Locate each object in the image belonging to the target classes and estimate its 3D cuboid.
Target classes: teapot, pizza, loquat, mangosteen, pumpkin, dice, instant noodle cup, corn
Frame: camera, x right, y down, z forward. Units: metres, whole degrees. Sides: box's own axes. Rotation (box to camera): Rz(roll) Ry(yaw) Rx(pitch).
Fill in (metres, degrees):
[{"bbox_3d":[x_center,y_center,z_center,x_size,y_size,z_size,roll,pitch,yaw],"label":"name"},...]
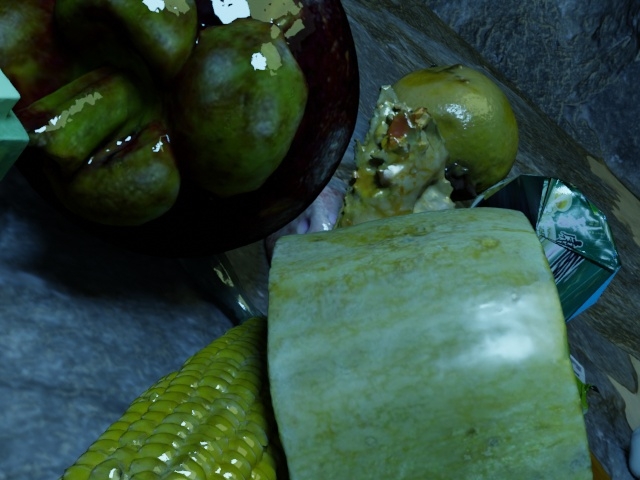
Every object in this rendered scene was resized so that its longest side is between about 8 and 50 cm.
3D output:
[{"bbox_3d":[-0.089,0.046,0.751,0.111,0.043,0.043,50,27,7],"label":"teapot"},{"bbox_3d":[0.121,0.002,0.840,0.251,0.288,0.074,12,7,-33],"label":"pizza"},{"bbox_3d":[0.204,-0.167,1.272,0.243,0.244,0.244,33,29,-21],"label":"loquat"},{"bbox_3d":[-0.124,-0.123,0.634,0.307,0.307,0.347,43,16,-3],"label":"mangosteen"},{"bbox_3d":[0.103,0.122,0.601,0.332,0.199,0.333,-19,90,-75],"label":"pumpkin"},{"bbox_3d":[0.000,0.000,0.882,0.093,0.094,0.091,26,31,-35],"label":"dice"},{"bbox_3d":[0.345,0.005,1.232,0.240,0.240,0.178,49,22,10],"label":"instant noodle cup"},{"bbox_3d":[-0.078,0.149,0.525,0.130,0.130,0.347,45,22,0],"label":"corn"}]

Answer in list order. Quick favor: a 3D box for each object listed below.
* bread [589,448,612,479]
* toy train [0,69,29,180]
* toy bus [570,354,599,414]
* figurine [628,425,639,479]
[{"bbox_3d":[0.260,0.283,0.834,0.241,0.107,0.136,56,26,20],"label":"bread"},{"bbox_3d":[-0.307,-0.051,0.418,0.159,0.188,0.271,54,26,15],"label":"toy train"},{"bbox_3d":[0.207,0.114,1.001,0.302,0.113,0.139,47,23,7],"label":"toy bus"},{"bbox_3d":[0.612,0.325,1.170,0.323,0.196,0.320,11,84,-36],"label":"figurine"}]
